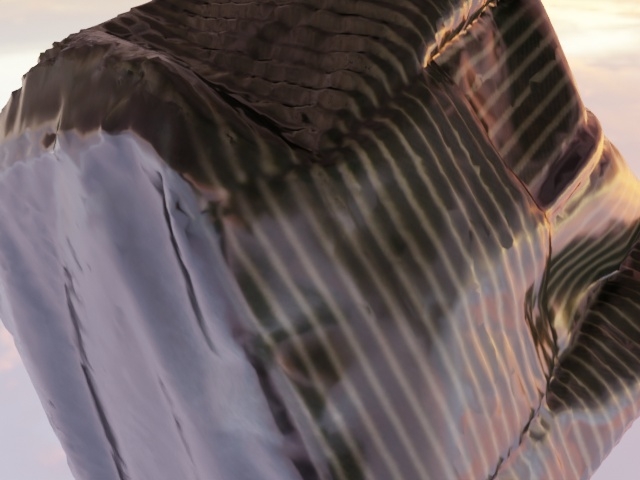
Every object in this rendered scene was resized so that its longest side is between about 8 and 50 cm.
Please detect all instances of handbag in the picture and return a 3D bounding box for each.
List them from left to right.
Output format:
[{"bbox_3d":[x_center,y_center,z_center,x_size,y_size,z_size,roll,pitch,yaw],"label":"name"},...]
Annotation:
[{"bbox_3d":[0.000,0.000,0.496,0.240,0.247,0.340,-31,-167,-25],"label":"handbag"}]
